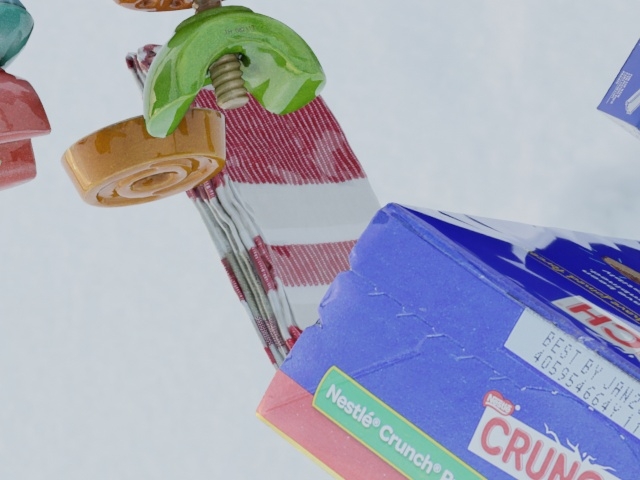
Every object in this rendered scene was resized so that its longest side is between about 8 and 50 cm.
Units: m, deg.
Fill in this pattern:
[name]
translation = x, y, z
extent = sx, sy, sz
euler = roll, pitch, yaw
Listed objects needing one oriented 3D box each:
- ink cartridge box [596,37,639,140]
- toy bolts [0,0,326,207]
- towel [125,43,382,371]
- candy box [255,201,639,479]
[ink cartridge box]
translation = 0.279, -0.076, 1.246
extent = 0.097, 0.207, 0.046
euler = -59, 37, 3
[toy bolts]
translation = -0.143, -0.118, 1.071
extent = 0.218, 0.228, 0.158
euler = -42, 62, 63
[towel]
translation = 0.000, 0.000, 1.392
extent = 0.037, 0.237, 0.329
euler = -34, 75, 26
[candy box]
translation = 0.171, 0.105, 0.861
extent = 0.268, 0.317, 0.122
euler = 37, 103, 28
